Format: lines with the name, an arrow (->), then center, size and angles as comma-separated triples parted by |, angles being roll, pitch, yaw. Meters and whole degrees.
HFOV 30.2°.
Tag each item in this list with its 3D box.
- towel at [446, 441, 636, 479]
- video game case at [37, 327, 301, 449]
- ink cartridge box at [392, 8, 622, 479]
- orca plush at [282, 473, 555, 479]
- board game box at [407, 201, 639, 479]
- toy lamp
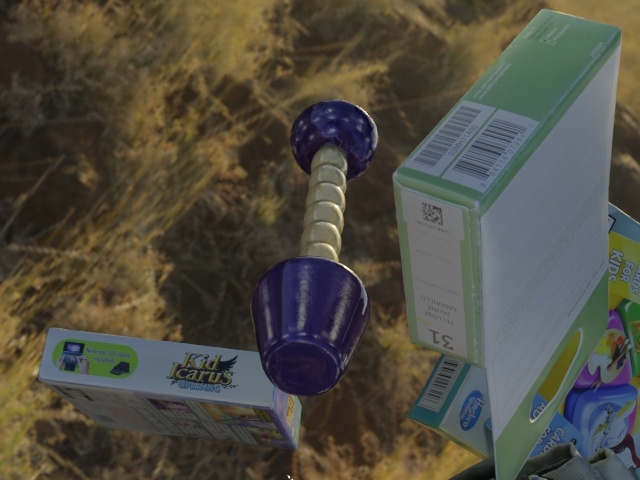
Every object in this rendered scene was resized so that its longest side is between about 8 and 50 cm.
towel -> 0.152, 0.308, 0.970 | 0.324, 0.312, 0.056 | 49, 24, -27
video game case -> -0.153, 0.169, 1.314 | 0.244, 0.269, 0.061 | 7, 72, 6
ink cartridge box -> 0.114, 0.012, 0.682 | 0.056, 0.235, 0.171 | 20, 48, 28
orca plush -> 0.091, 0.241, 0.783 | 0.151, 0.287, 0.102 | -70, 148, -47
board game box -> 0.287, 0.137, 1.105 | 0.336, 0.254, 0.079 | 32, -9, -15
toy lamp -> 0.000, 0.000, 0.813 | 0.080, 0.080, 0.275 | 35, 30, -16
